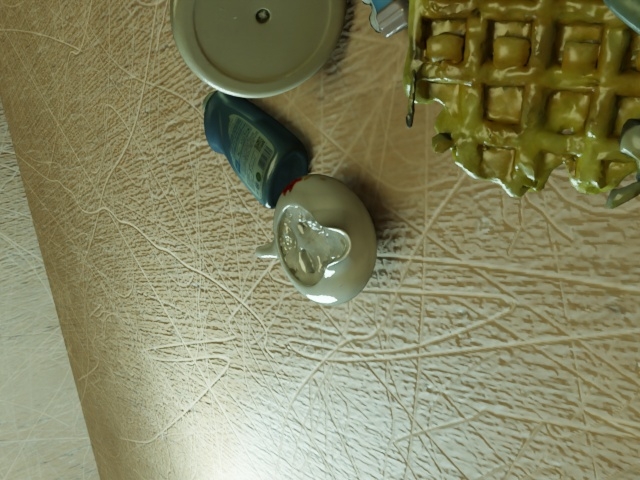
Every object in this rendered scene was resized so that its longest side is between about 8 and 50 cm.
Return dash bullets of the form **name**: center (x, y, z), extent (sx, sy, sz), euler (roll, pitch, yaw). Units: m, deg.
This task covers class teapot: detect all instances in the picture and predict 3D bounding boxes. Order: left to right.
- **teapot**: center (0.000, 0.000, 0.758), extent (0.226, 0.092, 0.145), euler (-14, 89, 59)

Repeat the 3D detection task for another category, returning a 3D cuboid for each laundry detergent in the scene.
- **laundry detergent**: center (-0.094, -0.130, 0.869), extent (0.206, 0.061, 0.097), euler (47, 141, 36)

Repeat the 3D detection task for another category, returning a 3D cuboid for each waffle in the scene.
- **waffle**: center (0.155, -0.160, 0.396), extent (0.280, 0.060, 0.262), euler (-36, 93, 37)

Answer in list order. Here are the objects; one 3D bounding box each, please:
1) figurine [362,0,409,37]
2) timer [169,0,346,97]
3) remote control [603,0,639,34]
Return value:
- **figurine**: center (0.089, -0.221, 0.520), extent (0.229, 0.111, 0.137), euler (-9, 101, 67)
- **timer**: center (-0.096, -0.293, 0.750), extent (0.266, 0.175, 0.175), euler (-118, 31, -47)
- **remote control**: center (0.273, -0.054, 0.275), extent (0.335, 0.065, 0.128), euler (47, 131, 14)
